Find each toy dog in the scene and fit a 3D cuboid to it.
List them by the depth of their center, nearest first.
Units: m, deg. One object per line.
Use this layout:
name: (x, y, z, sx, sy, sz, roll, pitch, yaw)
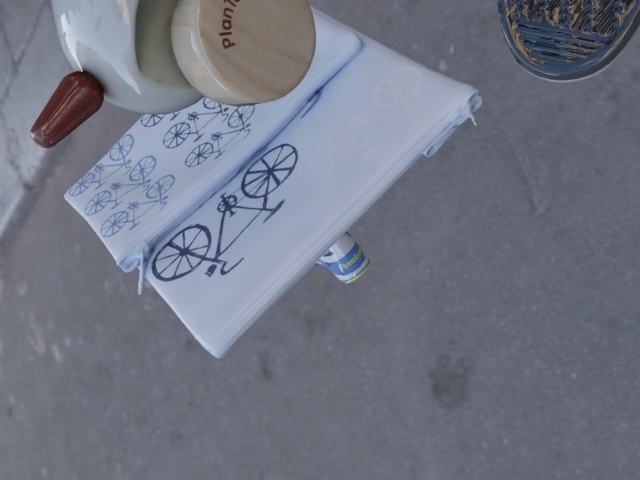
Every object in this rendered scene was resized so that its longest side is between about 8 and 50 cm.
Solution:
toy dog: (-0.156, -0.188, 0.537, 0.334, 0.161, 0.220, 51, 150, -2)

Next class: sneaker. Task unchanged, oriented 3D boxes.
sneaker: (0.183, -0.235, 0.633, 0.123, 0.178, 0.296, 10, 88, 19)
sneaker: (0.000, 0.000, 1.097, 0.144, 0.053, 0.059, 21, 153, 51)

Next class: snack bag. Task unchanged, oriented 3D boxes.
snack bag: (-0.067, -0.081, 0.872, 0.323, 0.037, 0.342, -44, 42, -4)
